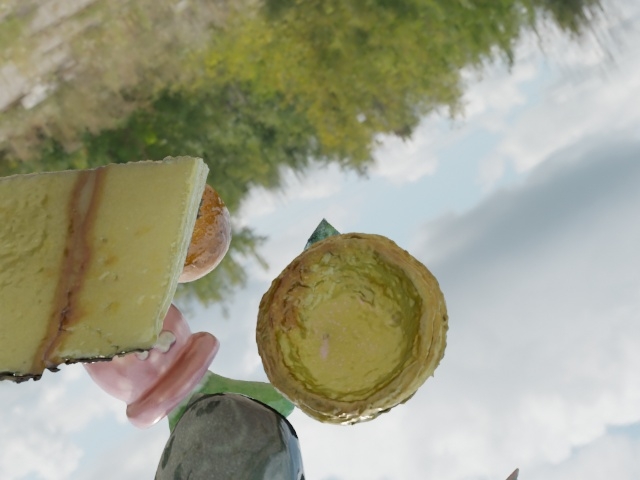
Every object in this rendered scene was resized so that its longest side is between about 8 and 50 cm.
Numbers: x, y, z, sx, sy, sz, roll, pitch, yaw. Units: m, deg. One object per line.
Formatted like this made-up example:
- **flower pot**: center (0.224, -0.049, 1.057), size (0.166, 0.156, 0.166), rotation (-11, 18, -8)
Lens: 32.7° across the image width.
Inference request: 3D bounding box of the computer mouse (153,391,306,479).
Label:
- **computer mouse**: center (-0.104, 0.341, 1.258), size (0.203, 0.374, 0.114), rotation (14, -145, 23)

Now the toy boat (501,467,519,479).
- **toy boat**: center (0.256, 0.502, 1.763), size (0.299, 0.134, 0.092), rotation (-55, 179, 27)

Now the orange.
- **orange**: center (-0.287, -0.025, 2.185), size (0.219, 0.219, 0.193), rotation (-37, -162, -26)

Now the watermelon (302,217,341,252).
- **watermelon**: center (0.000, 0.000, 1.877), size (0.085, 0.085, 0.061), rotation (-29, -147, 15)

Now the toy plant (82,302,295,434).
- **toy plant**: center (-0.258, 0.279, 1.908), size (0.317, 0.356, 0.210), rotation (-48, -166, -28)

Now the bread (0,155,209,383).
- **bread**: center (-0.363, 0.044, 1.687), size (0.345, 0.405, 0.242), rotation (5, 170, -5)

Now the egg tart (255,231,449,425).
- **egg tart**: center (0.048, 0.129, 1.536), size (0.294, 0.294, 0.123), rotation (-31, 147, 7)
